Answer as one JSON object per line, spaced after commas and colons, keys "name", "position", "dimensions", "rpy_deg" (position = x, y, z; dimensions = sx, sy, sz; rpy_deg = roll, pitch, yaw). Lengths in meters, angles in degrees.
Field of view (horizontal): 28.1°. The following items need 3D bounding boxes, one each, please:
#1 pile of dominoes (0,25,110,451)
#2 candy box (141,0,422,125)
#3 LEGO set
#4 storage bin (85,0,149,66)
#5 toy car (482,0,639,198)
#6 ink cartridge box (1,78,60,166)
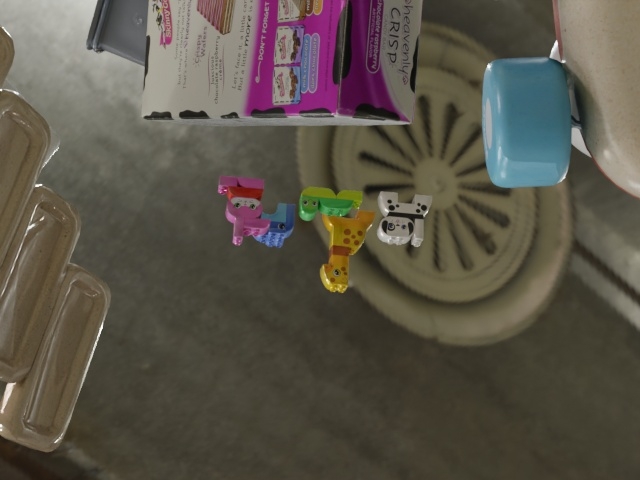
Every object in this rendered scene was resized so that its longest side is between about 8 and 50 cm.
{"name": "pile of dominoes", "position": [-0.142, 0.008, 0.312], "dimensions": [0.196, 0.040, 0.251], "rpy_deg": [-59, -32, -39]}
{"name": "candy box", "position": [-0.031, -0.159, 0.882], "dimensions": [0.071, 0.233, 0.159], "rpy_deg": [3, -88, -40]}
{"name": "LEGO set", "position": [0.000, 0.000, 1.366], "dimensions": [0.227, 0.087, 0.093], "rpy_deg": [5, -112, -7]}
{"name": "storage bin", "position": [-0.211, -0.277, 1.553], "dimensions": [0.091, 0.135, 0.098], "rpy_deg": [29, -153, 11]}
{"name": "toy car", "position": [0.200, -0.126, 0.794], "dimensions": [0.219, 0.238, 0.210], "rpy_deg": [-4, -89, 1]}
{"name": "ink cartridge box", "position": [-0.386, -0.092, 0.743], "dimensions": [0.384, 0.160, 0.279], "rpy_deg": [50, -131, -26]}
